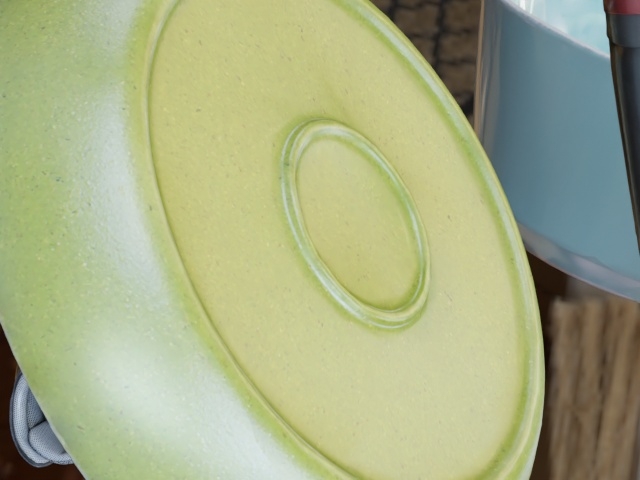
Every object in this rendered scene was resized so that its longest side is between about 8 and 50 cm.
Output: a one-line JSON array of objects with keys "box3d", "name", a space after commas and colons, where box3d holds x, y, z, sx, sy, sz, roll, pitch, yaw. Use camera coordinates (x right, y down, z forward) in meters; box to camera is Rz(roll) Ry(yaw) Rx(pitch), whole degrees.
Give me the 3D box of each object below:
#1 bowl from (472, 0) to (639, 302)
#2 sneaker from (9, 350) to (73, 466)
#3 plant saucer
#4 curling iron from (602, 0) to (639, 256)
[{"box3d": [0.231, -0.061, 1.144, 0.311, 0.311, 0.163, 20, 108, -7], "name": "bowl"}, {"box3d": [-0.167, 0.160, 1.281, 0.101, 0.153, 0.268, -26, 106, 16], "name": "sneaker"}, {"box3d": [0.000, 0.000, 0.486, 0.037, 0.241, 0.241, -28, 134, 33], "name": "plant saucer"}, {"box3d": [0.127, -0.107, 0.680, 0.068, 0.035, 0.274, 23, 140, 50], "name": "curling iron"}]
